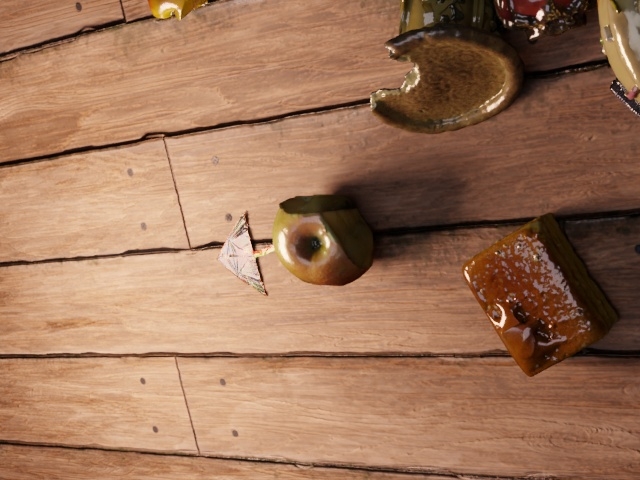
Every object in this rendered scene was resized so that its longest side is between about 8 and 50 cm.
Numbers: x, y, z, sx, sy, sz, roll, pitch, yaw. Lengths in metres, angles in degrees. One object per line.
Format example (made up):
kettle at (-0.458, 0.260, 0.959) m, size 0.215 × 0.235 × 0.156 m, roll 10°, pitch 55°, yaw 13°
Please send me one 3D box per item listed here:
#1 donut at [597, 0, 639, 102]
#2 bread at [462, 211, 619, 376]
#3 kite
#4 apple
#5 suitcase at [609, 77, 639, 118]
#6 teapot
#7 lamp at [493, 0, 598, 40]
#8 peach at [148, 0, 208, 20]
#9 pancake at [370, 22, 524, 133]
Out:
donut at (0.539, -0.313, 1.477) m, size 0.371 × 0.307 × 0.150 m, roll 65°, pitch 168°, yaw -4°
bread at (0.375, 0.096, 1.815) m, size 0.184 × 0.110 × 0.234 m, roll -36°, pitch 84°, yaw 36°
kite at (-0.156, 0.031, 2.210) m, size 0.159 × 0.010 × 0.190 m, roll -5°, pitch 104°, yaw 33°
apple at (0.000, 0.000, 1.986) m, size 0.207 × 0.188 × 0.174 m, roll 45°, pitch 121°, yaw 9°
suitcase at (0.501, -0.234, 1.607) m, size 0.086 × 0.126 × 0.059 m, roll 47°, pitch 125°, yaw 12°
teapot at (0.224, -0.378, 1.733) m, size 0.182 × 0.173 × 0.270 m, roll 5°, pitch 130°, yaw 1°
lamp at (0.333, -0.451, 1.624) m, size 0.177 × 0.177 × 0.274 m, roll -14°, pitch 98°, yaw 36°
peach at (-0.276, -0.499, 2.040) m, size 0.151 × 0.151 × 0.118 m, roll -11°, pitch 113°, yaw 36°
pancake at (0.199, -0.261, 1.732) m, size 0.288 × 0.286 × 0.033 m, roll -21°, pitch 58°, yaw 37°
